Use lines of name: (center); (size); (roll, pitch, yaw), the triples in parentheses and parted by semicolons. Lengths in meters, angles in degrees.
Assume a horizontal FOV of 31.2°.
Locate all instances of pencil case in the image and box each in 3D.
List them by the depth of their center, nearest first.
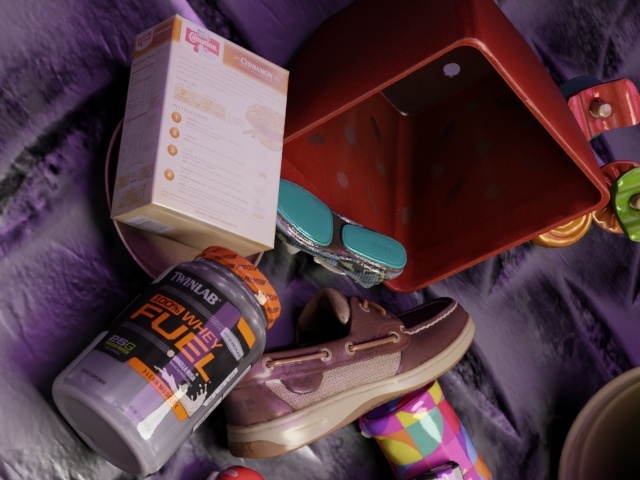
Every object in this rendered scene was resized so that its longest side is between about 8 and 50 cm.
pencil case: (0.128, 0.251, 1.242); (0.104, 0.104, 0.236); (-44, 108, -42)

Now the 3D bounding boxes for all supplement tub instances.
supplement tub: (-0.127, 0.099, 0.988); (0.190, 0.117, 0.117); (-48, 113, -29)

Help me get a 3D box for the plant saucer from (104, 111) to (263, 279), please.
plant saucer: (-0.132, -0.041, 1.101); (0.198, 0.036, 0.198); (15, 68, -42)

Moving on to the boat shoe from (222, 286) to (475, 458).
boat shoe: (0.030, 0.104, 1.169); (0.342, 0.123, 0.123); (-22, 96, -40)

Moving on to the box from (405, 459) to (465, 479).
box: (0.085, 0.308, 1.167); (0.162, 0.029, 0.116); (-20, 95, -11)

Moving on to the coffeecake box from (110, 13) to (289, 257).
coffeecake box: (-0.108, -0.092, 1.064); (0.142, 0.068, 0.185); (22, 64, -40)

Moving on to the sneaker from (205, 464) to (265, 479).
sneaker: (-0.035, 0.336, 1.034); (0.107, 0.118, 0.279); (-9, 86, -47)

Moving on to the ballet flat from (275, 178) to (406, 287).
ballet flat: (0.000, 0.000, 1.168); (0.188, 0.070, 0.070); (30, 59, -25)

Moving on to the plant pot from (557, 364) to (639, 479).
plant pot: (0.503, 0.315, 1.481); (0.280, 0.323, 0.323); (12, 70, -60)

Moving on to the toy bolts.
toy bolts: (0.349, -0.107, 1.572); (0.218, 0.158, 0.228); (-14, 101, -6)

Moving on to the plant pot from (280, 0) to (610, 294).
plant pot: (0.116, -0.145, 1.224); (0.267, 0.267, 0.236); (41, 36, -35)
